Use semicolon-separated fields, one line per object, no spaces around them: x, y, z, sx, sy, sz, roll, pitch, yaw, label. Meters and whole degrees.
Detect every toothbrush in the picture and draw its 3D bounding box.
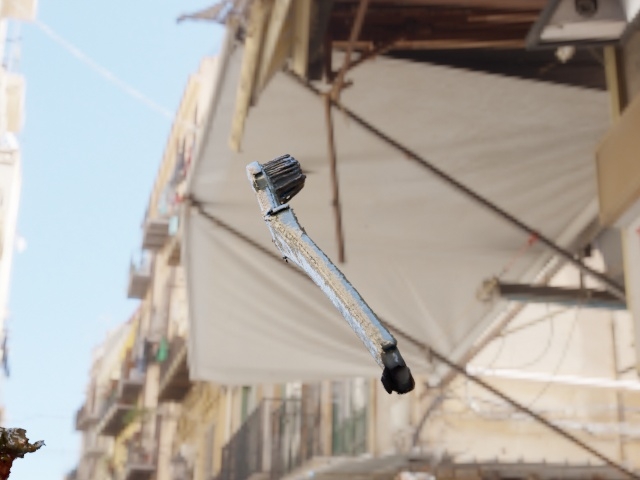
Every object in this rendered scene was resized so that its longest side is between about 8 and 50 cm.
-0.005;0.003;0.483;0.028;0.026;0.294;-26;19;0;toothbrush

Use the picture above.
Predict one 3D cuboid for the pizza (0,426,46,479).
-0.216;0.124;0.619;0.099;0.029;0.100;29;-59;-30;pizza
